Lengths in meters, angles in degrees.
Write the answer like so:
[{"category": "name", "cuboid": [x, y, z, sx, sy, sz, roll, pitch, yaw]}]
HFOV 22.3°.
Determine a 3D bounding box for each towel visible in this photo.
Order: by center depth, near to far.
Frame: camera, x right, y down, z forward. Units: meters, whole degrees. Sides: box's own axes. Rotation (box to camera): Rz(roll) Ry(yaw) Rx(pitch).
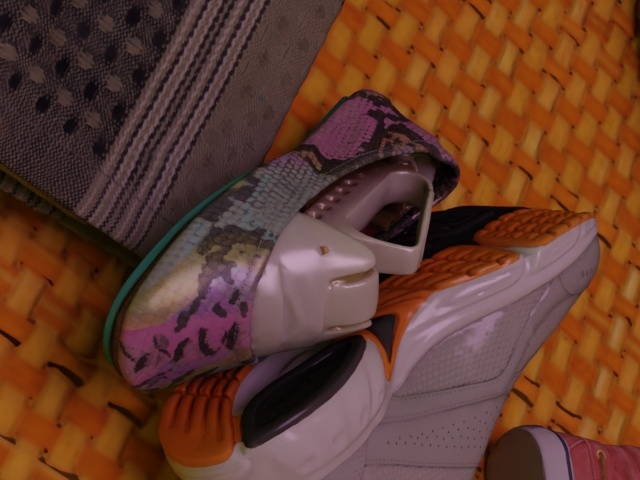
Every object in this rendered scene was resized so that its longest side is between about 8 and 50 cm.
[{"category": "towel", "cuboid": [-0.084, -0.177, 0.618, 0.312, 0.056, 0.324, 39, 72, -47]}]

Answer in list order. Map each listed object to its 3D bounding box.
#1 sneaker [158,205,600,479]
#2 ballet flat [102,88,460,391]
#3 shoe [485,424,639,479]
[{"category": "sneaker", "cuboid": [0.040, 0.072, 0.717, 0.262, 0.099, 0.121, -32, 116, -39]}, {"category": "ballet flat", "cuboid": [0.000, 0.000, 0.673, 0.221, 0.079, 0.077, -43, 149, -52]}, {"category": "shoe", "cuboid": [0.126, 0.176, 0.757, 0.081, 0.063, 0.178, 11, 67, -29]}]
